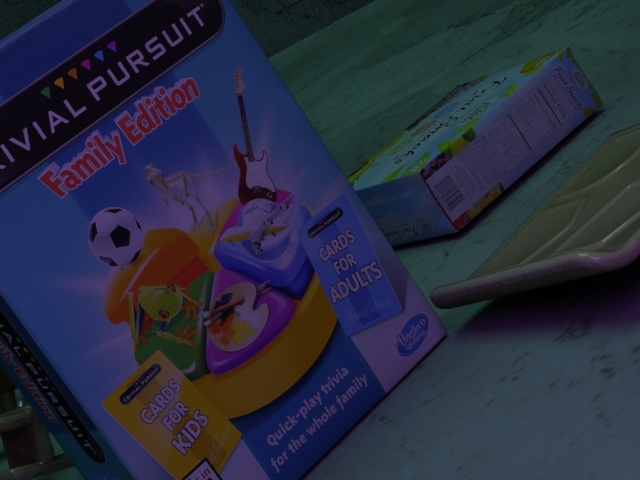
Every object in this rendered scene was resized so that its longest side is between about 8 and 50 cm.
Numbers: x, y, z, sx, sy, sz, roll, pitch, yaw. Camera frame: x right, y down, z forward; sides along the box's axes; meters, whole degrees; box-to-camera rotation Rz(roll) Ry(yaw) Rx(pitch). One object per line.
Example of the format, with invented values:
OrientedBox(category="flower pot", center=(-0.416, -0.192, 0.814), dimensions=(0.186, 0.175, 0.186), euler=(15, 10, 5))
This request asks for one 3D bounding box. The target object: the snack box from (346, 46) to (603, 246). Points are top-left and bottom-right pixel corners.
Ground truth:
OrientedBox(category="snack box", center=(0.124, -0.078, 1.380), dimensions=(0.207, 0.070, 0.174), euler=(-41, 14, -27))

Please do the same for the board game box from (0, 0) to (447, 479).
OrientedBox(category="board game box", center=(-0.100, 0.004, 1.000), dimensions=(0.254, 0.336, 0.079), euler=(-42, 15, -32))

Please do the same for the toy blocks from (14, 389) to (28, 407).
OrientedBox(category="toy blocks", center=(-0.230, 0.044, 1.604), dimensions=(0.288, 0.309, 0.260), euler=(-38, 38, 45))

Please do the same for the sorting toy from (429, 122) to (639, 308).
OrientedBox(category="sorting toy", center=(0.220, -0.034, 0.971), dimensions=(0.229, 0.041, 0.307), euler=(-39, 7, -24))

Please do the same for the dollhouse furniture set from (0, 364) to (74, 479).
OrientedBox(category="dollhouse furniture set", center=(-0.272, 0.091, 1.245), dimensions=(0.242, 0.212, 0.161), euler=(-19, -6, 40))
